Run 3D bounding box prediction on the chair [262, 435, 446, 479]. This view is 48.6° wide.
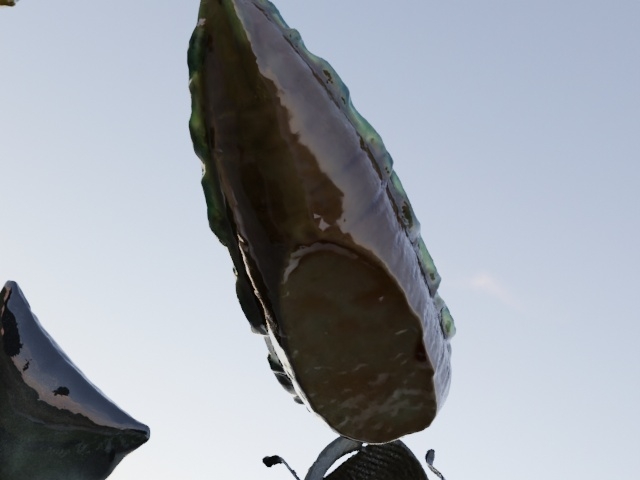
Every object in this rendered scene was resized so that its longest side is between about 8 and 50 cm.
[{"bbox_3d":[0.038,0.245,0.654,0.174,0.149,0.213,53,3,-13],"label":"chair"}]

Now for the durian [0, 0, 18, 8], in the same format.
[{"bbox_3d":[-0.247,-0.210,0.438,0.132,0.165,0.182,-1,-14,39],"label":"durian"}]

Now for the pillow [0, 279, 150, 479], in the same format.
[{"bbox_3d":[-0.267,0.181,0.565,0.186,0.250,0.106,39,5,16],"label":"pillow"}]

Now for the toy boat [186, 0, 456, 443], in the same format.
[{"bbox_3d":[0.001,0.003,0.363,0.099,0.108,0.293,-108,176,-59],"label":"toy boat"}]
